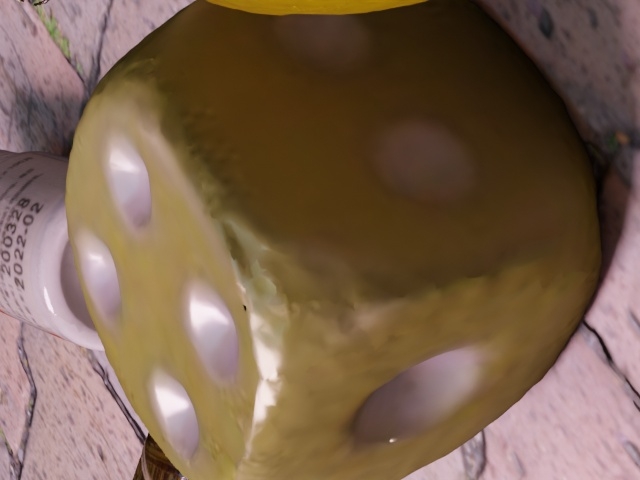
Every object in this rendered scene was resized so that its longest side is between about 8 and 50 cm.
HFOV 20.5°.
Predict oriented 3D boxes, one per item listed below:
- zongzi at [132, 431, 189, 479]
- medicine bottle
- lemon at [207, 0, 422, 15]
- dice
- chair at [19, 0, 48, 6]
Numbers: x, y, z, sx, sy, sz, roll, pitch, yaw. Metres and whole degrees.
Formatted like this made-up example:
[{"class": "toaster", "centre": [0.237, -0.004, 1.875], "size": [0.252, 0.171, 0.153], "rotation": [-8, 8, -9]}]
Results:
[{"class": "zongzi", "centre": [-0.047, 0.197, 1.327], "size": [0.247, 0.111, 0.241], "rotation": [39, 132, 33]}, {"class": "medicine bottle", "centre": [-0.220, -0.001, 1.446], "size": [0.252, 0.144, 0.144], "rotation": [20, 124, 54]}, {"class": "lemon", "centre": [0.008, -0.260, 0.760], "size": [0.348, 0.348, 0.348], "rotation": [35, 134, 45]}, {"class": "dice", "centre": [0.000, 0.000, 1.016], "size": [0.233, 0.227, 0.238], "rotation": [55, 148, 27]}, {"class": "chair", "centre": [-0.338, -0.265, 1.493], "size": [0.325, 0.170, 0.160], "rotation": [-7, 100, 14]}]
